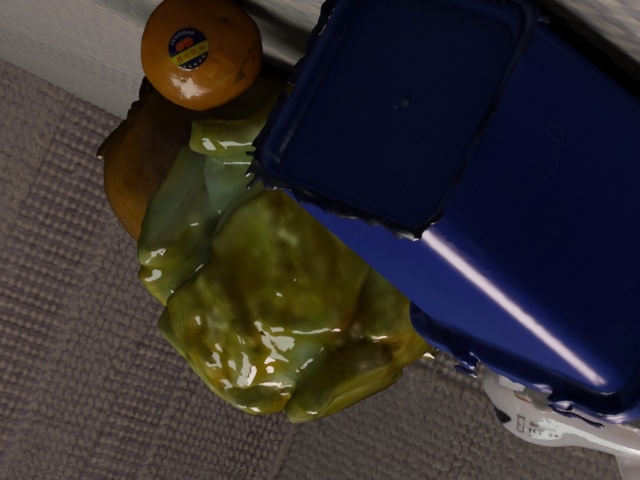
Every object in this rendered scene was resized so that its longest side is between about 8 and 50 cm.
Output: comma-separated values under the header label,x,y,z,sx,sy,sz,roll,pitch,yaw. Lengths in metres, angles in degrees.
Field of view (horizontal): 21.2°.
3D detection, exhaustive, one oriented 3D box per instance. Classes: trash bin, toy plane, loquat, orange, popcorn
label,x,y,z,sx,sy,sz,roll,pitch,yaw
trash bin,0.098,-0.021,0.826,0.184,0.162,0.234,22,172,40
toy plane,0.294,0.201,1.990,0.245,0.117,0.244,23,177,1
loquat,-0.064,-0.049,1.439,0.238,0.193,0.238,30,-175,-3
orange,-0.078,-0.126,1.130,0.083,0.083,0.083,24,178,1
popcorn,0.003,0.004,1.226,0.276,0.225,0.276,-19,179,0
